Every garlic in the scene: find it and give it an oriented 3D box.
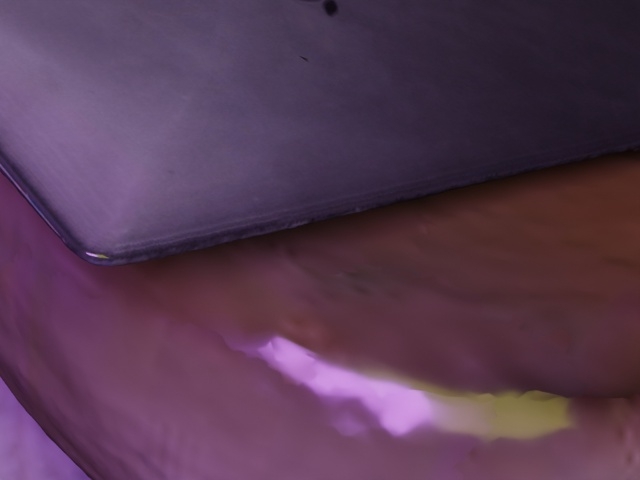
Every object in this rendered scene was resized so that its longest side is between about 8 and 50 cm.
[{"bbox_3d":[-0.015,0.006,0.546,0.338,0.151,0.196,20,53,4],"label":"garlic"}]

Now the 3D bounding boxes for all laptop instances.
[{"bbox_3d":[-0.005,-0.072,0.532,0.269,0.015,0.187,-14,46,-39],"label":"laptop"}]

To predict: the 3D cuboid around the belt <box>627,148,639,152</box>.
[{"bbox_3d":[0.144,-0.073,0.652,0.071,0.053,0.232,27,72,-10],"label":"belt"}]
